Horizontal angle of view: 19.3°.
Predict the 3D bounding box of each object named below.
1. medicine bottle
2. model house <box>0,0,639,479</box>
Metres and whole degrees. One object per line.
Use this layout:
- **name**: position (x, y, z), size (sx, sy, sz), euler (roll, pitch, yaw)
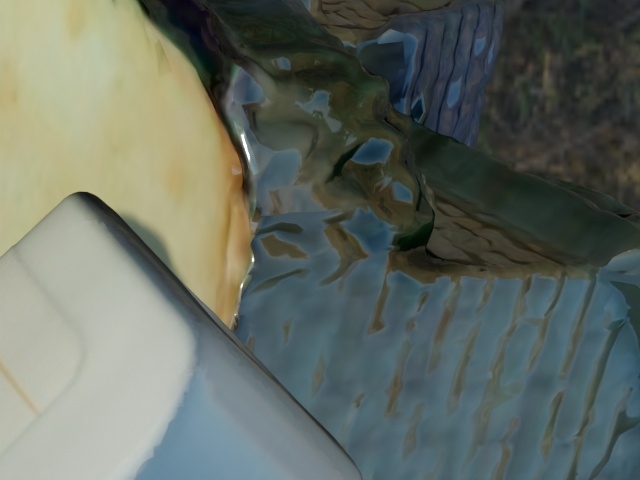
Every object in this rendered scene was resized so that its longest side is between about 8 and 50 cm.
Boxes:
- **medicine bottle**: position (-0.147, 0.140, 0.605), size (0.324, 0.179, 0.124), euler (-44, 119, -4)
- **model house**: position (0.000, 0.000, 1.085), size (0.400, 0.445, 0.395), euler (4, 108, -34)
